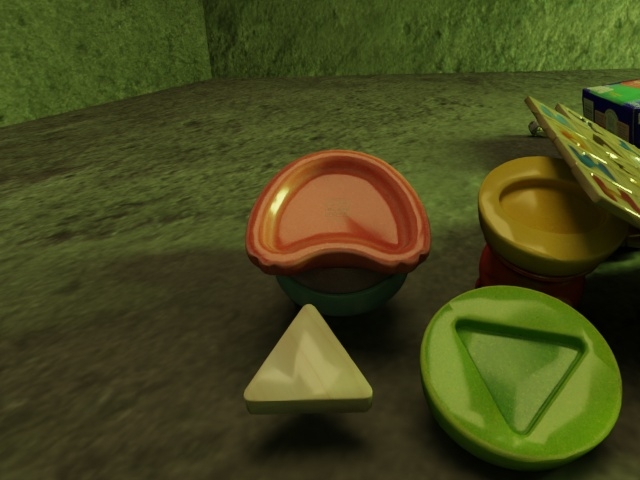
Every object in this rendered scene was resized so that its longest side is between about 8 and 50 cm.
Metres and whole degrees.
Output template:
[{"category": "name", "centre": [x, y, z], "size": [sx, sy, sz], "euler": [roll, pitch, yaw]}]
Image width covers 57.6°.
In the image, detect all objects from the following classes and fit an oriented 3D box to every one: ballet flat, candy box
[{"category": "ballet flat", "centre": [0.507, -0.238, 1.249], "size": [0.114, 0.041, 0.041], "euler": [0, 22, 9]}, {"category": "candy box", "centre": [0.667, -0.225, 1.024], "size": [0.317, 0.122, 0.268], "euler": [-7, 21, 9]}]

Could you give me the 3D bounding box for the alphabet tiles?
[{"category": "alphabet tiles", "centre": [0.324, -0.027, 0.520], "size": [0.285, 0.011, 0.342], "euler": [26, 30, -10]}]

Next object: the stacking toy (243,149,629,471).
[{"category": "stacking toy", "centre": [0.089, 0.060, 0.492], "size": [0.308, 0.130, 0.280], "euler": [6, 50, 8]}]

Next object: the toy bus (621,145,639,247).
[{"category": "toy bus", "centre": [0.366, -0.065, 0.729], "size": [0.190, 0.104, 0.202], "euler": [-11, 23, -19]}]
